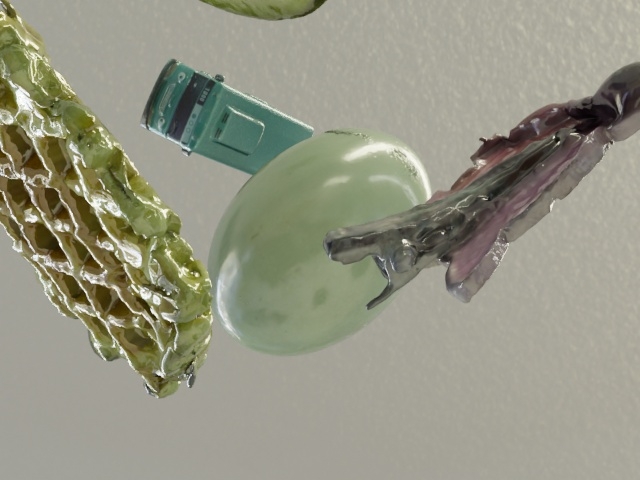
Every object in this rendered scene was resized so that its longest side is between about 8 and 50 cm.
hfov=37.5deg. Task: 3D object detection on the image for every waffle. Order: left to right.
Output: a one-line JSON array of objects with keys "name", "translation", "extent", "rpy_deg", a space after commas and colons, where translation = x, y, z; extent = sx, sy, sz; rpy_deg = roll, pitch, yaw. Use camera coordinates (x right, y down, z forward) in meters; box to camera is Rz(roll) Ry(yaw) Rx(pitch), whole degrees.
[{"name": "waffle", "translation": [-0.177, -0.018, 0.694], "extent": [0.297, 0.073, 0.317], "rpy_deg": [48, -28, 7]}]

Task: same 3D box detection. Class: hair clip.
[{"name": "hair clip", "translation": [0.090, -0.026, 0.528], "extent": [0.187, 0.146, 0.056], "rpy_deg": [-33, -80, -9]}]

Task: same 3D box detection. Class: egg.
[{"name": "egg", "translation": [0.000, 0.000, 1.013], "extent": [0.283, 0.203, 0.203], "rpy_deg": [-47, -50, -7]}]

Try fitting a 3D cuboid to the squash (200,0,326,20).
[{"name": "squash", "translation": [-0.099, -0.208, 0.500], "extent": [0.252, 0.049, 0.252], "rpy_deg": [26, -10, 5]}]

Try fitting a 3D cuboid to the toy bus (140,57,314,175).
[{"name": "toy bus", "translation": [-0.140, -0.179, 1.482], "extent": [0.256, 0.147, 0.128], "rpy_deg": [18, -81, -53]}]
